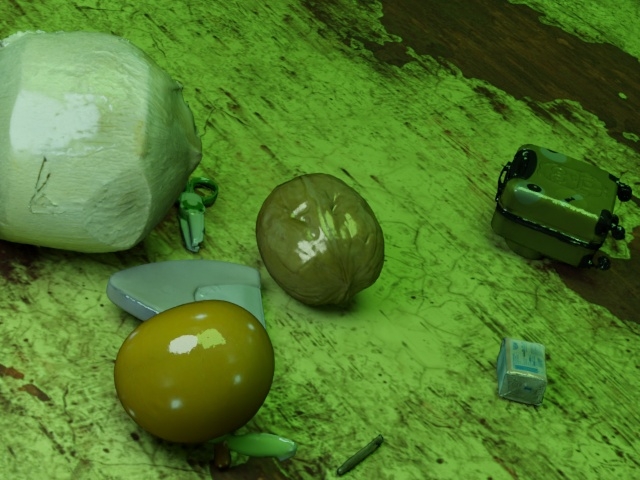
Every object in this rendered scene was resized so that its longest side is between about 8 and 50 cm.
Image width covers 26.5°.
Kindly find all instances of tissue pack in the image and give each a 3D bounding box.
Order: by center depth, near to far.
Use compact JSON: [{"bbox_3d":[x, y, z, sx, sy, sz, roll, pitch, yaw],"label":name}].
[{"bbox_3d":[0.308,0.200,2.070,0.074,0.059,0.094,13,33,-1],"label":"tissue pack"}]

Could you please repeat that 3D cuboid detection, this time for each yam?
[{"bbox_3d":[0.054,0.295,1.861,0.014,0.014,0.107,33,37,22],"label":"yam"}]

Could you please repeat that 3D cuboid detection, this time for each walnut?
[{"bbox_3d":[0.000,0.000,2.120,0.193,0.193,0.226,-8,45,-33],"label":"walnut"}]

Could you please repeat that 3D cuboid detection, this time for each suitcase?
[{"bbox_3d":[0.419,-0.052,2.408,0.235,0.143,0.194,21,34,5],"label":"suitcase"}]

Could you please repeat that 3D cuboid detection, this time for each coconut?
[{"bbox_3d":[-0.359,-0.146,2.029,0.360,0.346,0.346,7,35,-15],"label":"coconut"}]

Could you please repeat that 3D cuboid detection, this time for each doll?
[{"bbox_3d":[-0.154,0.198,1.773,0.213,0.213,0.236,-17,85,-40],"label":"doll"}]

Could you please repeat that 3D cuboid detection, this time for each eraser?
[{"bbox_3d":[-0.197,0.096,1.997,0.243,0.059,0.204,11,34,-15],"label":"eraser"}]

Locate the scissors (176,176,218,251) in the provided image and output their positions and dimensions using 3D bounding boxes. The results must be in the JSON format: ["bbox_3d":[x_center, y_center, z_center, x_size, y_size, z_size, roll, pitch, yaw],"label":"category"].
[{"bbox_3d":[-0.213,-0.048,2.227,0.101,0.027,0.204,7,33,-13],"label":"scissors"}]
